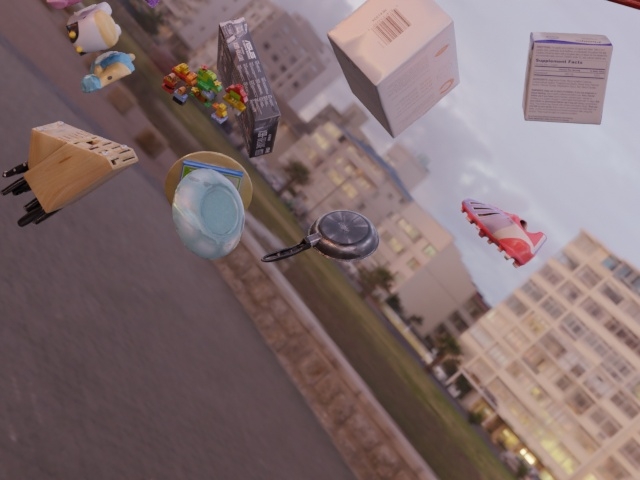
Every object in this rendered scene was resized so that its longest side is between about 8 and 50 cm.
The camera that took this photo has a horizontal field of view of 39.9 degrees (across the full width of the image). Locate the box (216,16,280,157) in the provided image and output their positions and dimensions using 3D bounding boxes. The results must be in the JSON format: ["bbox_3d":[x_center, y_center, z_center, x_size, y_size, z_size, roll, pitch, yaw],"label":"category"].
[{"bbox_3d":[-0.202,-0.414,2.416,0.242,0.077,0.307,113,-41,-69],"label":"box"}]

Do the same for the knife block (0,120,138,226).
[{"bbox_3d":[-0.523,-0.108,1.808,0.276,0.242,0.088,20,25,18],"label":"knife block"}]

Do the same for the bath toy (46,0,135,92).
[{"bbox_3d":[-0.463,-0.454,1.622,0.151,0.129,0.348,11,-50,52],"label":"bath toy"}]

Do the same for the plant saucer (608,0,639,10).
[{"bbox_3d":[0.570,-0.553,1.680,0.259,0.047,0.259,20,-32,10],"label":"plant saucer"}]

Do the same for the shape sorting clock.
[{"bbox_3d":[-0.265,-0.122,2.092,0.206,0.206,0.040,49,18,-26],"label":"shape sorting clock"}]

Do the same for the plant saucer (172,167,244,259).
[{"bbox_3d":[-0.222,-0.058,1.853,0.037,0.195,0.195,-8,-46,43],"label":"plant saucer"}]

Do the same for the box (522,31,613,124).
[{"bbox_3d":[0.405,-0.269,1.460,0.072,0.126,0.137,-73,165,-61],"label":"box"}]

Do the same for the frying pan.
[{"bbox_3d":[0.001,-0.020,2.411,0.197,0.326,0.053,-94,-172,-46],"label":"frying pan"}]

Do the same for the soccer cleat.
[{"bbox_3d":[0.398,-0.033,1.937,0.083,0.095,0.248,46,5,-37],"label":"soccer cleat"}]

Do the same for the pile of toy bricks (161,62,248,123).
[{"bbox_3d":[-0.288,-0.388,2.191,0.212,0.118,0.105,35,-45,10],"label":"pile of toy bricks"}]

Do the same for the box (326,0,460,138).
[{"bbox_3d":[0.174,-0.405,1.975,0.168,0.215,0.345,50,0,17],"label":"box"}]

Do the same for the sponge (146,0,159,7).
[{"bbox_3d":[-0.317,-0.625,1.980,0.031,0.210,0.117,37,27,-30],"label":"sponge"}]
